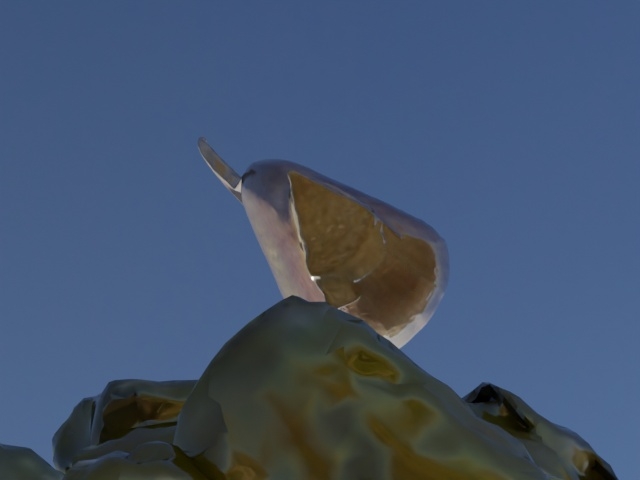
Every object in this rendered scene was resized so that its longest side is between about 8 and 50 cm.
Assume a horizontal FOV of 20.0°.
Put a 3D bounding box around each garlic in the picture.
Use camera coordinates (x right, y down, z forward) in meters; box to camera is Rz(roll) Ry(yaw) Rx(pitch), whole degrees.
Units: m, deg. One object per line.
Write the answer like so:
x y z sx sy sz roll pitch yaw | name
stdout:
-0.001 0.002 1.210 0.128 0.266 0.148 -16 -78 -23 | garlic

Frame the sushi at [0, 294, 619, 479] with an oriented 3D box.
-0.037 0.173 0.356 0.328 0.328 0.285 -36 -101 10 | sushi
